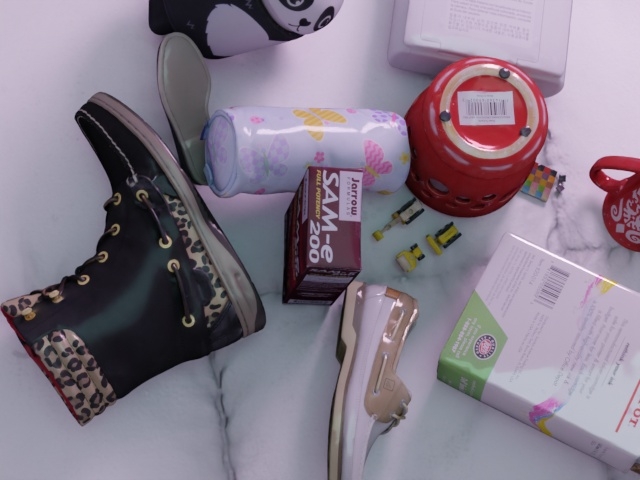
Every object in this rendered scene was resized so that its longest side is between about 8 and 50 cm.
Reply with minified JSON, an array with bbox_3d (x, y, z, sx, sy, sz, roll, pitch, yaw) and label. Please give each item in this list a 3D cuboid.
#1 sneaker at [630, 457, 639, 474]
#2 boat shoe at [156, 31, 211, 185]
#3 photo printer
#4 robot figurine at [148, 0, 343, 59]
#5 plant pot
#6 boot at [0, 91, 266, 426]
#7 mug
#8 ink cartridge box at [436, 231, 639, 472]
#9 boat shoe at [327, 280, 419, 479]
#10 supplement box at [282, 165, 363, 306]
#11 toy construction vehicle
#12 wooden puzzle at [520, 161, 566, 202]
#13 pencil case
[{"bbox_3d":[0.567,0.277,1.829,0.282,0.099,0.153,18,76,-2],"label":"sneaker"},{"bbox_3d":[-0.182,-0.172,1.797,0.075,0.065,0.206,-21,106,-27],"label":"boat shoe"},{"bbox_3d":[0.236,-0.374,1.929,0.256,0.107,0.308,10,74,-7],"label":"photo printer"},{"bbox_3d":[-0.098,-0.334,1.794,0.209,0.278,0.174,-49,123,-52],"label":"robot figurine"},{"bbox_3d":[0.207,-0.141,1.831,0.191,0.174,0.191,1,77,-6],"label":"plant pot"},{"bbox_3d":[-0.279,0.024,1.736,0.284,0.138,0.377,-33,89,-15],"label":"boot"},{"bbox_3d":[0.452,-0.059,1.855,0.150,0.169,0.113,7,76,-8],"label":"mug"},{"bbox_3d":[0.353,0.162,1.775,0.353,0.119,0.207,27,74,12],"label":"ink cartridge box"},{"bbox_3d":[0.067,0.201,1.757,0.103,0.113,0.302,8,74,-2],"label":"boat shoe"},{"bbox_3d":[0.000,0.000,1.728,0.073,0.239,0.130,3,76,-8],"label":"supplement box"},{"bbox_3d":[0.130,-0.009,1.864,0.098,0.035,0.086,-40,97,-13],"label":"toy construction vehicle"},{"bbox_3d":[0.306,-0.085,1.922,0.083,0.006,0.049,23,74,-3],"label":"wooden puzzle"},{"bbox_3d":[-0.017,-0.112,1.787,0.273,0.124,0.113,-3,40,-25],"label":"pencil case"}]
